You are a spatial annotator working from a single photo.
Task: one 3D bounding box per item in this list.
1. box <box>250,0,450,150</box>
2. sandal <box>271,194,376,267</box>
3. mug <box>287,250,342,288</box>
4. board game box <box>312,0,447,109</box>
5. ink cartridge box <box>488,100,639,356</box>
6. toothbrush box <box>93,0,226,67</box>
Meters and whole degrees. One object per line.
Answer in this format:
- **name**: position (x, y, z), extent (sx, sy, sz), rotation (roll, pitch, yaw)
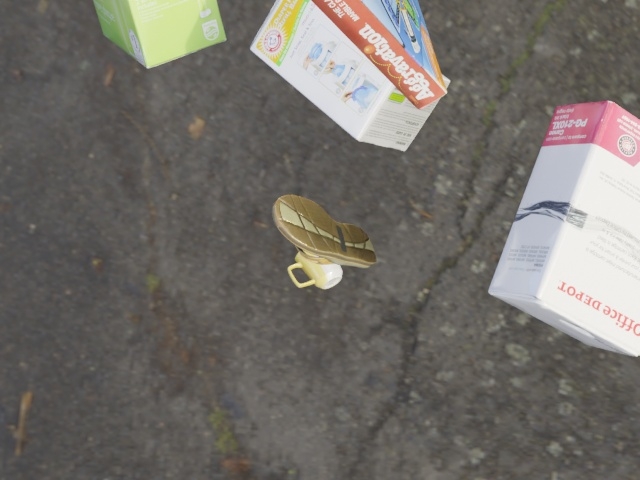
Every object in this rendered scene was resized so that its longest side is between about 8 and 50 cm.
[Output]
- **box**: position (0.033, -0.209, 1.439), extent (0.203, 0.114, 0.103), rotation (43, 110, 28)
- **sandal**: position (0.000, 0.000, 1.491), extent (0.049, 0.180, 0.072), rotation (-29, 57, 30)
- **mug**: position (-0.004, 0.044, 1.879), extent (0.078, 0.062, 0.064), rotation (-35, 70, 12)
- **board game box**: position (0.012, -0.230, 0.842), extent (0.027, 0.145, 0.281), rotation (-31, 47, 22)
- **ink cartridge box**: position (0.314, -0.012, 1.360), extent (0.100, 0.172, 0.237), rotation (4, 70, 62)
- **toothbrush box**: position (-0.244, -0.396, 1.591), extent (0.206, 0.122, 0.283), rotation (40, 147, 55)
